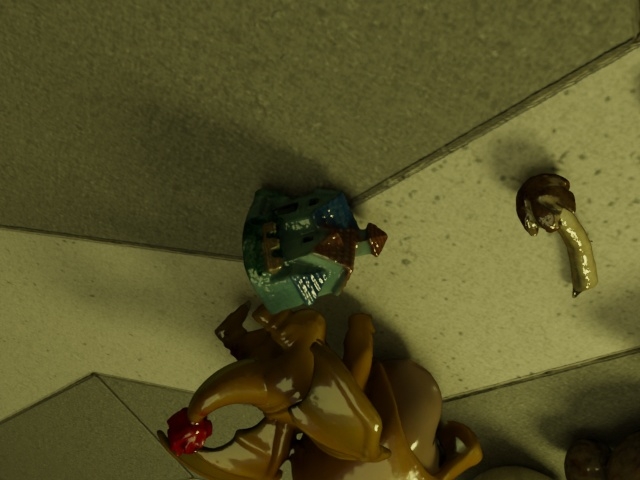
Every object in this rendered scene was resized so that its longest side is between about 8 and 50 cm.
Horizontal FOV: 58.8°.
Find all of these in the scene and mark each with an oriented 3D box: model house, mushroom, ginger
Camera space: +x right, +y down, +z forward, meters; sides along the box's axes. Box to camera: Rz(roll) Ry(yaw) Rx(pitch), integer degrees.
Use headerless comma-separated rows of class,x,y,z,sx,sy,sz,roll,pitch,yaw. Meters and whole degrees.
model house,0.000,0.000,0.661,0.148,0.148,0.119,-14,121,13
mushroom,0.267,0.004,0.619,0.060,0.061,0.187,-23,124,28
ginger,0.511,0.351,0.790,0.304,0.155,0.245,23,141,9

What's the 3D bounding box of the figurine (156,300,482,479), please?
figurine,-0.006,0.263,0.800,0.401,0.268,0.387,-36,101,32

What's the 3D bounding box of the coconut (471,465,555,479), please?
coconut,0.328,0.500,0.923,0.237,0.266,0.237,-1,88,17
